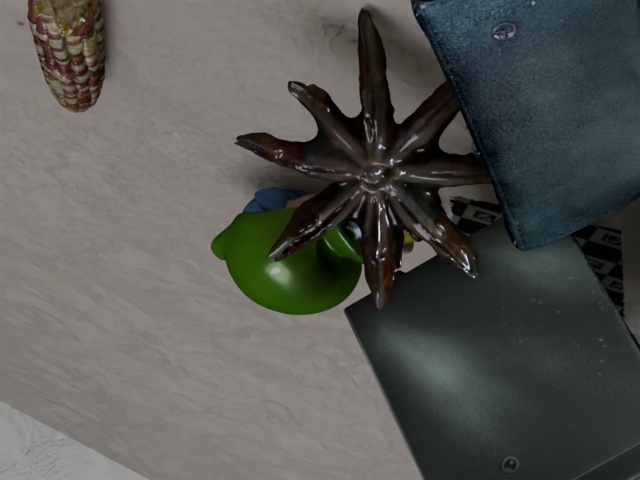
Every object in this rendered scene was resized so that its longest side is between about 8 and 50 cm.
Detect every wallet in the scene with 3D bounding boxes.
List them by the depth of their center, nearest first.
[{"bbox_3d":[0.211,-0.130,1.608,0.191,0.046,0.379,-24,144,5],"label":"wallet"}]

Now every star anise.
[{"bbox_3d":[0.053,-0.073,1.758,0.288,0.288,0.088,25,-167,-7],"label":"star anise"}]

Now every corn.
[{"bbox_3d":[-0.265,-0.201,1.956,0.079,0.079,0.237,21,159,3],"label":"corn"}]

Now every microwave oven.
[{"bbox_3d":[0.248,0.205,1.905,0.236,0.374,0.432,-31,148,7],"label":"microwave oven"}]

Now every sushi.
[{"bbox_3d":[0.234,0.001,1.987,0.193,0.043,0.279,12,162,14],"label":"sushi"}]

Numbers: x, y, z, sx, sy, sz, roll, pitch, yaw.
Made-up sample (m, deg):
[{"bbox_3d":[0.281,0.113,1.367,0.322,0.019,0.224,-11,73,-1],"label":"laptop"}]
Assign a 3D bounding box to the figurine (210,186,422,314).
[{"bbox_3d":[0.000,0.000,2.092,0.263,0.143,0.162,-16,143,40],"label":"figurine"}]
